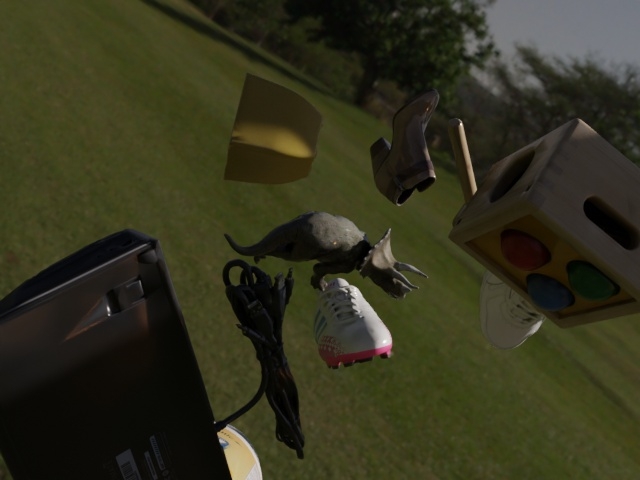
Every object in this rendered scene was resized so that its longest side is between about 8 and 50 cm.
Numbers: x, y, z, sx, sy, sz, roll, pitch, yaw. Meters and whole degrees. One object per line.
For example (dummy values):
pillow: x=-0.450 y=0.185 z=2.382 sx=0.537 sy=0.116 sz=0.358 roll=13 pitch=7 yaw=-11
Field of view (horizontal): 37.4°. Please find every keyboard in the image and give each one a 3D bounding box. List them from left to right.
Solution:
keyboard: x=-0.091 y=0.128 z=0.609 sx=0.033 sy=0.201 sz=0.317 roll=35 pitch=-36 yaw=45

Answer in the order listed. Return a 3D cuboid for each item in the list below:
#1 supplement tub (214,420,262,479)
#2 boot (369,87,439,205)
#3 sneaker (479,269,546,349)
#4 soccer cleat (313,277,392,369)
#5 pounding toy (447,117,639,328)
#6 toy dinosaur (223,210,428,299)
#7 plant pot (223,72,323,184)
supplement tub: x=-0.144 y=0.284 z=1.053 sx=0.144 sy=0.144 sz=0.199 roll=36 pitch=6 yaw=3
boot: x=0.104 y=-0.098 z=1.043 sx=0.042 sy=0.118 sz=0.087 roll=14 pitch=39 yaw=-44
sneaker: x=0.251 y=0.051 z=1.105 sx=0.090 sy=0.232 sz=0.115 roll=21 pitch=33 yaw=-4
soccer cleat: x=0.038 y=0.137 z=1.626 sx=0.116 sy=0.143 sz=0.331 roll=-11 pitch=-1 yaw=-9
pounding toy: x=0.155 y=-0.012 z=0.761 sx=0.181 sy=0.094 sz=0.206 roll=38 pitch=-21 yaw=-8
toy dinosaur: x=0.000 y=0.000 z=1.449 sx=0.313 sy=0.160 sz=0.121 roll=25 pitch=55 yaw=-32
plant pot: x=-0.043 y=-0.101 z=0.919 sx=0.083 sy=0.081 sz=0.081 roll=13 pitch=-23 yaw=-4
